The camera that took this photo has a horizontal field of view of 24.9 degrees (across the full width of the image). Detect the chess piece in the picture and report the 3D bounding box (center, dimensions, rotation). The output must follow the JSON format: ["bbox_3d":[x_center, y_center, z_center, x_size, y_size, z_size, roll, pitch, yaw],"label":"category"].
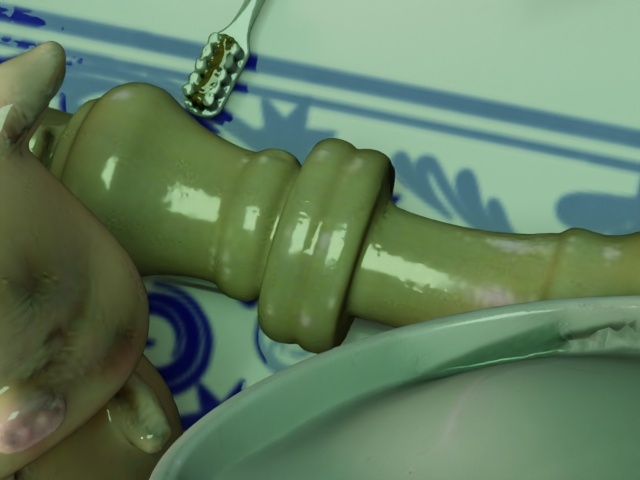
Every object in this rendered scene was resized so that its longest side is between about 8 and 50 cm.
[{"bbox_3d":[0.000,0.000,0.692,0.397,0.117,0.117,18,89,8],"label":"chess piece"}]

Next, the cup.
[{"bbox_3d":[0.041,0.199,0.530,0.357,0.259,0.274,-11,103,6],"label":"cup"}]

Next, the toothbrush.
[{"bbox_3d":[0.013,-0.217,0.740,0.025,0.030,0.342,27,88,2],"label":"toothbrush"}]

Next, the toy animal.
[{"bbox_3d":[-0.141,0.055,0.629,0.154,0.250,0.166,24,54,34],"label":"toy animal"}]
